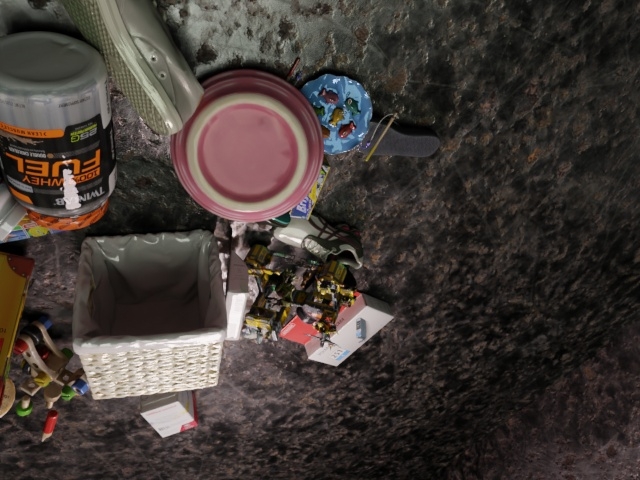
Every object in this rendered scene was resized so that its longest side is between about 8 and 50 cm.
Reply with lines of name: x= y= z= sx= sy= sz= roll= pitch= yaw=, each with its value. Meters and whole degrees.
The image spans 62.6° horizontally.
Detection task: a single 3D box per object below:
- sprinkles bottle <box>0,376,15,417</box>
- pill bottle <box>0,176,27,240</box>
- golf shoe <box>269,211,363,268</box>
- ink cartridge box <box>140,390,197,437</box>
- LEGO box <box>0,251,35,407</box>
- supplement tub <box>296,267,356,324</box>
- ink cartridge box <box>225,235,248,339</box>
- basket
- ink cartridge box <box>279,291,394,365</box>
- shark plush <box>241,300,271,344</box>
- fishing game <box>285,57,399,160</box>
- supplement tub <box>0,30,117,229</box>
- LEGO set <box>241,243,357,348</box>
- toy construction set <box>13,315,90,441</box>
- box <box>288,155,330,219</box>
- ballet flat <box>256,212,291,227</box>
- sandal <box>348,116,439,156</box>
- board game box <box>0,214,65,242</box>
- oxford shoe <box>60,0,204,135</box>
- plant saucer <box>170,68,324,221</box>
sprinkles bottle: x=-0.959 y=0.415 z=1.387 sx=0.355 sy=0.121 sz=0.121 roll=-11 pitch=141 yaw=29
pill bottle: x=-0.707 y=-0.099 z=1.053 sx=0.121 sy=0.121 sz=0.216 roll=-38 pitch=117 yaw=18
golf shoe: x=0.000 y=0.000 z=1.410 sx=0.272 sy=0.120 sz=0.105 roll=11 pitch=129 yaw=-25
ink cartridge box: x=-0.500 y=0.539 z=1.743 sx=0.128 sy=0.127 sz=0.176 roll=-17 pitch=135 yaw=-2
LEGO box: x=-0.908 y=0.179 z=1.084 sx=0.500 sy=0.373 sz=0.193 roll=17 pitch=137 yaw=-30
supplement tub: x=0.011 y=0.166 z=1.576 sx=0.106 sy=0.106 sz=0.198 roll=23 pitch=122 yaw=-34
ink cartridge box: x=-0.219 y=0.114 z=1.364 sx=0.056 sy=0.225 sz=0.181 roll=8 pitch=130 yaw=-10
basket: x=-0.409 y=0.180 z=1.305 sx=0.331 sy=0.328 sz=0.266 roll=-4 pitch=137 yaw=-16
ink cartridge box: x=0.048 y=0.281 z=1.725 sx=0.261 sy=0.066 sz=0.296 roll=25 pitch=120 yaw=-36
shark plush: x=-0.191 y=0.253 z=1.632 sx=0.067 sy=0.073 sz=0.161 roll=27 pitch=130 yaw=0
fishing game: x=0.023 y=-0.273 z=1.171 sx=0.264 sy=0.041 sz=0.189 roll=28 pitch=121 yaw=-16
supplement tub: x=-0.498 y=-0.192 z=0.994 sx=0.207 sy=0.207 sz=0.338 roll=-2 pitch=138 yaw=-16
LEGO set: x=-0.084 y=0.168 z=1.408 sx=0.331 sy=0.192 sz=0.255 roll=16 pitch=141 yaw=10
toy construction set: x=-0.719 y=0.389 z=1.430 sx=0.257 sy=0.309 sz=0.237 roll=17 pitch=130 yaw=-21
box: x=-0.036 y=-0.134 z=1.316 sx=0.059 sy=0.054 sz=0.169 roll=6 pitch=129 yaw=-23
ballet flat: x=-0.198 y=-0.107 z=1.272 sx=0.096 sy=0.095 sz=0.280 roll=-34 pitch=123 yaw=27
sandal: x=0.169 y=-0.253 z=1.279 sx=0.254 sy=0.055 sz=0.097 roll=6 pitch=140 yaw=-27
board game box: x=-0.690 y=-0.063 z=1.183 sx=0.201 sy=0.035 sz=0.136 roll=-11 pitch=134 yaw=-8
oxford shoe: x=-0.347 y=-0.398 z=0.923 sx=0.130 sy=0.169 sz=0.449 roll=-46 pitch=132 yaw=-23
plant saucer: x=-0.154 y=-0.190 z=1.123 sx=0.332 sy=0.084 sz=0.332 roll=-2 pitch=111 yaw=-6
